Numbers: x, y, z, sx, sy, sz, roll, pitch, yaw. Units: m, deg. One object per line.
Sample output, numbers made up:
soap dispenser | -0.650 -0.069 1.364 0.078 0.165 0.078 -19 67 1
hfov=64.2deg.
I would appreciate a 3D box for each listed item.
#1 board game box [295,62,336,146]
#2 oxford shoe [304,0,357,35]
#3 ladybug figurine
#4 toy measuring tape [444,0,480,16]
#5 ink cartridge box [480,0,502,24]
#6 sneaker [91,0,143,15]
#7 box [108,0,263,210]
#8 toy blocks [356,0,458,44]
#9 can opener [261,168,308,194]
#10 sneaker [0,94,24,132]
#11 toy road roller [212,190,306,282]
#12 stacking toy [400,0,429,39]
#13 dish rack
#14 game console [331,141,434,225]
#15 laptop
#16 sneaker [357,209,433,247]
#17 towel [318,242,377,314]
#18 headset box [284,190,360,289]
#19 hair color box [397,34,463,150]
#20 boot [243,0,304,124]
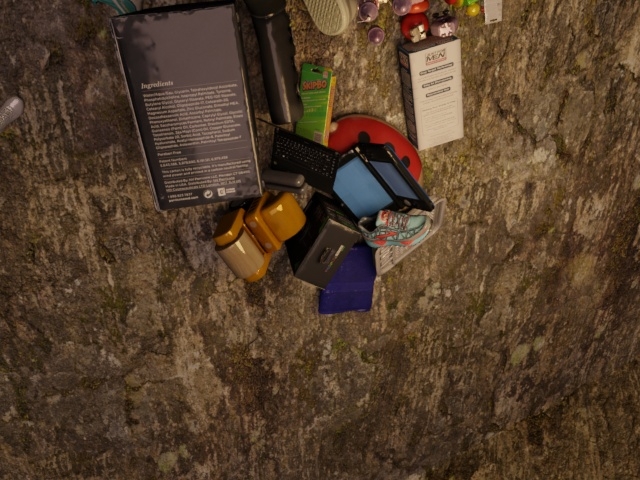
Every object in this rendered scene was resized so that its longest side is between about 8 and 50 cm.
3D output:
board game box | -0.018 -0.442 1.683 0.039 0.124 0.259 -27 131 -47
oxford shoe | -0.017 -0.832 1.490 0.169 0.130 0.449 -6 119 43
ladybug figurine | 0.191 -0.254 1.790 0.449 0.162 0.305 35 105 -24
toy measuring tape | 0.408 -0.849 1.593 0.122 0.121 0.330 -28 96 3
ink cartridge box | 0.563 -0.779 1.680 0.063 0.029 0.115 -15 119 -5
sneaker | -0.639 -0.722 1.428 0.275 0.107 0.110 31 119 -21
box | -0.339 -0.400 1.425 0.298 0.479 0.471 -10 118 -4
toy blocks | 0.240 -0.670 1.428 0.289 0.260 0.308 -13 127 10
can opener | -0.179 -0.186 1.708 0.095 0.284 0.076 -59 143 -26
sneaker | -0.961 -0.376 1.553 0.152 0.061 0.054 -45 114 10
toy road roller | -0.193 -0.041 1.729 0.241 0.329 0.202 -20 120 24
stacking toy | 0.288 -0.790 1.568 0.141 0.141 0.330 -9 122 -7
dish rack | 0.315 -0.028 1.892 0.333 0.072 0.285 -36 155 -9
game console | 0.178 -0.158 1.652 0.173 0.250 0.293 -50 119 -9
laptop | -0.072 -0.253 1.572 0.234 0.136 0.264 25 136 13
sneaker | 0.232 -0.044 1.654 0.262 0.104 0.125 -12 137 36
towel | 0.111 0.147 2.029 0.228 0.076 0.308 -1 116 -19
headset box | 0.000 0.000 1.809 0.131 0.283 0.246 25 109 -22
hair color box | 0.374 -0.493 1.708 0.174 0.105 0.347 -18 129 -4
boot | -0.143 -0.549 1.471 0.146 0.367 0.444 0 118 6
